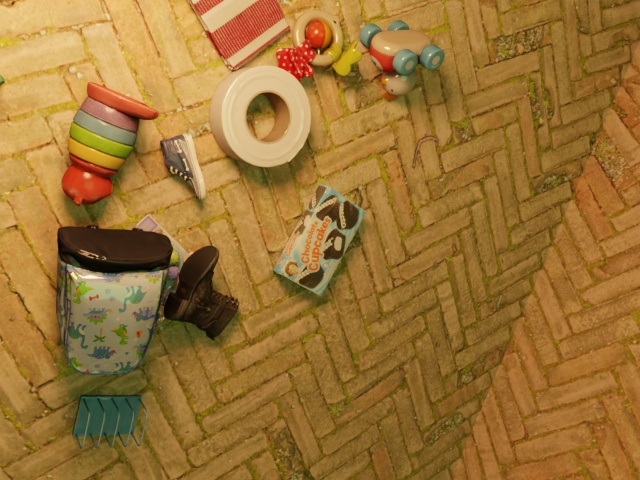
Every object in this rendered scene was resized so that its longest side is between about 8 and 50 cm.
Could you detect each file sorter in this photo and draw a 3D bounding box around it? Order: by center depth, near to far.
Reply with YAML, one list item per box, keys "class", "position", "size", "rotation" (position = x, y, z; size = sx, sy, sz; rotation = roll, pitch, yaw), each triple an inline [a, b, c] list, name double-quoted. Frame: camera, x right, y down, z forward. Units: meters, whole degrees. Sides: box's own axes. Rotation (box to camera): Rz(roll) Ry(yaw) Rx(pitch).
- class: "file sorter"
  position: [-0.584, 0.510, 1.610]
  size: [0.170, 0.104, 0.118]
  rotation: [11, 97, -35]

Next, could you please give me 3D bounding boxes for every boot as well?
- class: "boot"
  position: [-0.379, -0.195, 1.589]
  size: [0.086, 0.069, 0.190]
  rotation: [-18, 104, -20]
- class: "boot"
  position: [-0.319, 0.156, 1.687]
  size: [0.229, 0.091, 0.263]
  rotation: [31, 92, -51]

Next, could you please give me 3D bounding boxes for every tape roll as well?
- class: "tape roll"
  position: [-0.170, -0.354, 1.656]
  size: [0.286, 0.100, 0.286]
  rotation: [-9, 106, -31]

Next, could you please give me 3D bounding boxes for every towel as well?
- class: "towel"
  position: [-0.244, -0.667, 1.567]
  size: [0.237, 0.037, 0.329]
  rotation: [-43, 123, -19]

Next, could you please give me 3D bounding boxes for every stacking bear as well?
- class: "stacking bear"
  position: [-0.543, -0.224, 1.422]
  size: [0.164, 0.175, 0.289]
  rotation: [19, 99, -37]

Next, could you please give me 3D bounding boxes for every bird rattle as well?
- class: "bird rattle"
  position: [-0.016, -0.576, 1.713]
  size: [0.253, 0.143, 0.207]
  rotation: [-6, 94, -18]

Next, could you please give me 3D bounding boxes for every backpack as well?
- class: "backpack"
  position: [-0.542, 0.170, 1.478]
  size: [0.290, 0.273, 0.355]
  rotation: [7, 122, -33]

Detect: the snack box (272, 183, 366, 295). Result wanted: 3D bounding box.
- class: "snack box"
  position: [0.000, 0.000, 1.879]
  size: [0.187, 0.060, 0.322]
  rotation: [31, 85, -34]

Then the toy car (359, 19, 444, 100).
- class: "toy car"
  position: [0.240, -0.542, 1.843]
  size: [0.210, 0.219, 0.238]
  rotation: [-18, 140, -28]

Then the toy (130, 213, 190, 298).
- class: "toy"
  position: [-0.446, 0.056, 1.611]
  size: [0.137, 0.056, 0.237]
  rotation: [-47, 122, -13]

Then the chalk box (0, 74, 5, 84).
- class: "chalk box"
  position: [-0.812, -0.338, 1.227]
  size: [0.213, 0.132, 0.132]
  rotation: [-42, 121, -17]
